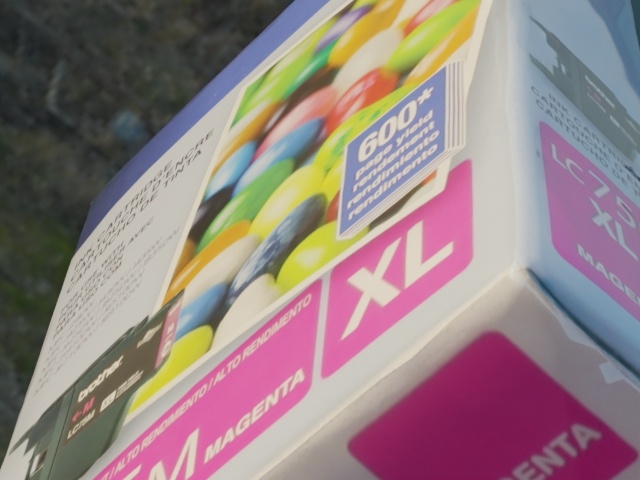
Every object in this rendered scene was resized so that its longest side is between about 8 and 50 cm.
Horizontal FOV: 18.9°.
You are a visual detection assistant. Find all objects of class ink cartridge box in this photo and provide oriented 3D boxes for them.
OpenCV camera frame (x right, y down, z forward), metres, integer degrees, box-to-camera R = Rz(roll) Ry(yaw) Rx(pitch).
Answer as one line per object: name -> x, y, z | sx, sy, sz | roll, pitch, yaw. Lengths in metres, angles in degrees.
ink cartridge box -> 0.000, 0.000, 0.500 | 0.065, 0.186, 0.311 | 42, 24, -16
